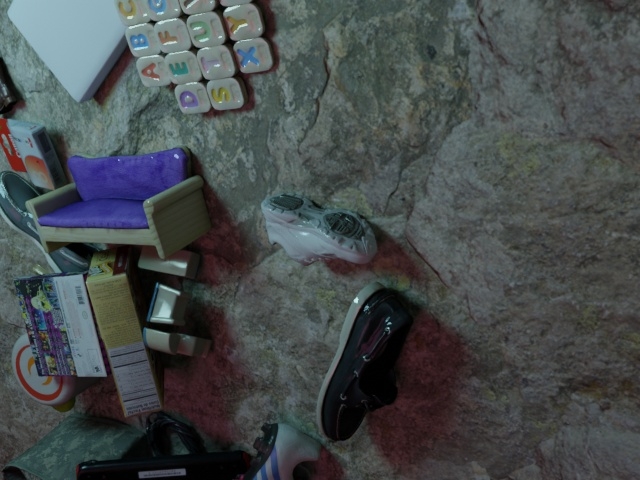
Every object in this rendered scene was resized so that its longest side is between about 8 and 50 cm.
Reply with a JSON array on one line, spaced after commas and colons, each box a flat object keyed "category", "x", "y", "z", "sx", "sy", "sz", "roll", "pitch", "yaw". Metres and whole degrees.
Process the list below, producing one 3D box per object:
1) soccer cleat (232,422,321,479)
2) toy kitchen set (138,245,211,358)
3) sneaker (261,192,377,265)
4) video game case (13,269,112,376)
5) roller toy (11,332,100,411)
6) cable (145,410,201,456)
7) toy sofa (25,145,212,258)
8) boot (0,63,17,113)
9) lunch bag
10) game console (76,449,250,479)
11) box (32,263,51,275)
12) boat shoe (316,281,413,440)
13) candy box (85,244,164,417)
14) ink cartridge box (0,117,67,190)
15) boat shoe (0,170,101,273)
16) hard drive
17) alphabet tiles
[{"category": "soccer cleat", "x": -0.106, "y": 0.524, "z": 1.570, "sx": 0.143, "sy": 0.116, "sz": 0.331, "roll": 23, "pitch": 121, "yaw": -8}, {"category": "toy kitchen set", "x": -0.300, "y": 0.130, "z": 1.552, "sx": 0.122, "sy": 0.166, "sz": 0.207, "roll": 10, "pitch": 81, "yaw": 26}, {"category": "sneaker", "x": 0.000, "y": 0.000, "z": 1.288, "sx": 0.232, "sy": 0.090, "sz": 0.115, "roll": 25, "pitch": 131, "yaw": 32}, {"category": "video game case", "x": -0.557, "y": 0.184, "z": 1.617, "sx": 0.210, "sy": 0.042, "sz": 0.232, "roll": -6, "pitch": 101, "yaw": 28}, {"category": "roller toy", "x": -0.623, "y": 0.283, "z": 1.784, "sx": 0.191, "sy": 0.146, "sz": 0.209, "roll": 37, "pitch": 117, "yaw": 11}, {"category": "cable", "x": -0.345, "y": 0.496, "z": 1.776, "sx": 0.151, "sy": 0.047, "sz": 0.184, "roll": 5, "pitch": 112, "yaw": 26}, {"category": "toy sofa", "x": -0.407, "y": -0.075, "z": 1.466, "sx": 0.363, "sy": 0.150, "sz": 0.177, "roll": 2, "pitch": 114, "yaw": 33}, {"category": "boot", "x": -0.707, "y": -0.336, "z": 1.611, "sx": 0.106, "sy": 0.037, "sz": 0.114, "roll": -21, "pitch": 96, "yaw": 39}, {"category": "lunch bag", "x": -0.609, "y": 0.563, "z": 1.852, "sx": 0.287, "sy": 0.235, "sz": 0.168, "roll": 12, "pitch": 121, "yaw": 28}, {"category": "game console", "x": -0.346, "y": 0.635, "z": 1.712, "sx": 0.387, "sy": 0.060, "sz": 0.341, "roll": -4, "pitch": 110, "yaw": -3}, {"category": "box", "x": -0.559, "y": 0.145, "z": 1.704, "sx": 0.201, "sy": 0.021, "sz": 0.164, "roll": 34, "pitch": 159, "yaw": 14}, {"category": "boat shoe", "x": 0.088, "y": 0.242, "z": 1.312, "sx": 0.113, "sy": 0.127, "sz": 0.339, "roll": 32, "pitch": 117, "yaw": 31}, {"category": "candy box", "x": -0.407, "y": 0.188, "z": 1.570, "sx": 0.088, "sy": 0.183, "sz": 0.316, "roll": -13, "pitch": 111, "yaw": -6}, {"category": "ink cartridge box", "x": -0.650, "y": -0.191, "z": 1.617, "sx": 0.179, "sy": 0.045, "sz": 0.145, "roll": 11, "pitch": 131, "yaw": 26}, {"category": "boat shoe", "x": -0.591, "y": -0.039, "z": 1.635, "sx": 0.099, "sy": 0.116, "sz": 0.319, "roll": -36, "pitch": 95, "yaw": 33}, {"category": "hard drive", "x": -0.432, "y": -0.452, "z": 1.366, "sx": 0.233, "sy": 0.047, "sz": 0.353, "roll": 52, "pitch": 128, "yaw": 1}, {"category": "alphabet tiles", "x": -0.219, "y": -0.353, "z": 1.259, "sx": 0.278, "sy": 0.021, "sz": 0.284, "roll": 0, "pitch": 120, "yaw": 27}]
